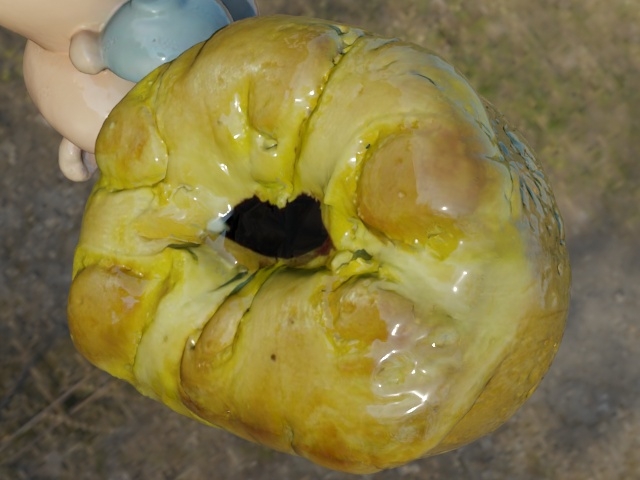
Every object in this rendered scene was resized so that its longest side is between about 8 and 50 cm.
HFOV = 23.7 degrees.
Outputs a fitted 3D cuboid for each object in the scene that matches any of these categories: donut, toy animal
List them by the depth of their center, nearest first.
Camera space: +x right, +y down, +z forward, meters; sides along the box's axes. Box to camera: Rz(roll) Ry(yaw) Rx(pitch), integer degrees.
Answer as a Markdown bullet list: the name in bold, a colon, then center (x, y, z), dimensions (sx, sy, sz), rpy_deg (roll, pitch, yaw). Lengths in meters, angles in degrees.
- **donut**: center (0.000, 0.000, 0.751), dimensions (0.128, 0.261, 0.208), rpy_deg (14, 95, -51)
- **toy animal**: center (-0.178, -0.188, 1.234), dimensions (0.210, 0.229, 0.221), rpy_deg (-44, 92, -14)
